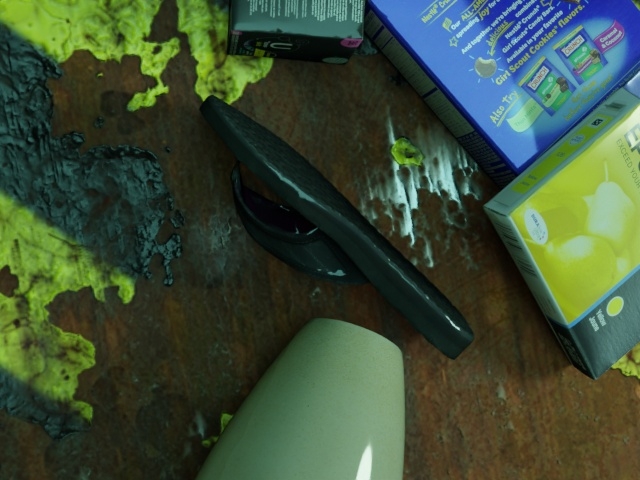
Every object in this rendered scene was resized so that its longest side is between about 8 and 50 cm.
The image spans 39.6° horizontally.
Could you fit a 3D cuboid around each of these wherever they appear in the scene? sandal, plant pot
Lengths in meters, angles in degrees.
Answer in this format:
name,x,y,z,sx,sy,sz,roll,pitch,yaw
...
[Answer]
name,x,y,z,sx,sy,sz,roll,pitch,yaw
sandal,0.001,0.001,1.092,0.446,0.167,0.107,44,100,-4
plant pot,-0.001,0.242,1.053,0.256,0.256,0.274,24,68,-6

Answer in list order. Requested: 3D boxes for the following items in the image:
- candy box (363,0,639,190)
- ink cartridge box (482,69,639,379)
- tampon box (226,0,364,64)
name,x,y,z,sx,sy,sz,roll,pitch,yaw
candy box,0.246,-0.263,1.150,0.268,0.122,0.317,-42,95,-7
ink cartridge box,0.391,-0.023,1.131,0.307,0.072,0.304,-39,119,-6
tampon box,-0.033,-0.288,1.111,0.161,0.120,0.101,3,87,-8
